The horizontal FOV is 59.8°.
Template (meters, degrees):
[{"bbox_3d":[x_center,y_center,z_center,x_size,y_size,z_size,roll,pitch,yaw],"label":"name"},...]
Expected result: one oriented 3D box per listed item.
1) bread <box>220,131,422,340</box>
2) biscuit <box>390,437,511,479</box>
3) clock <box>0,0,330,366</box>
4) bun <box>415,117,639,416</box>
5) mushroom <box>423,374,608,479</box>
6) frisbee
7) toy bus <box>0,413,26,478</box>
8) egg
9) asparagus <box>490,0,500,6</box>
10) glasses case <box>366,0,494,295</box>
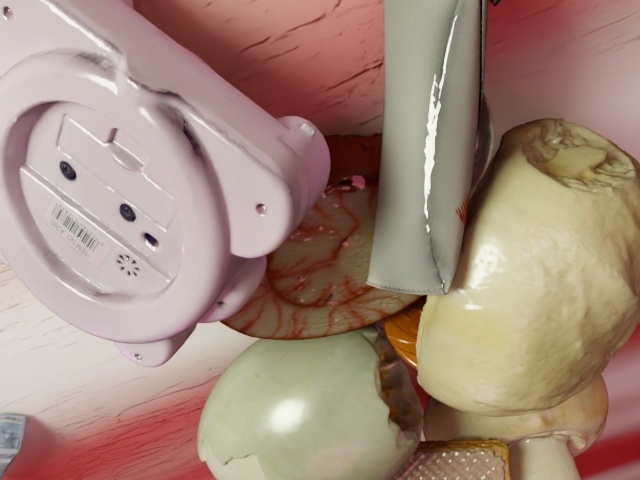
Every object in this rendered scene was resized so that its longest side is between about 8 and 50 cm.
[{"bbox_3d":[0.002,0.002,0.695,0.328,0.114,0.295,-7,136,-12],"label":"bread"},{"bbox_3d":[0.127,0.391,0.951,0.379,0.094,0.054,-5,-177,11],"label":"biscuit"},{"bbox_3d":[-0.180,-0.040,0.511,0.296,0.113,0.322,37,128,-1],"label":"clock"},{"bbox_3d":[0.258,0.047,0.635,0.364,0.202,0.364,-48,154,-34],"label":"bun"},{"bbox_3d":[0.365,0.342,1.048,0.353,0.353,0.325,-18,105,3],"label":"mushroom"},{"bbox_3d":[0.190,0.128,0.827,0.192,0.192,0.035,-1,130,-16],"label":"frisbee"},{"bbox_3d":[-0.560,0.366,0.942,0.064,0.075,0.190,21,127,-32],"label":"toy bus"},{"bbox_3d":[-0.024,0.269,0.849,0.336,0.278,0.278,-26,137,13],"label":"egg"},{"bbox_3d":[0.212,-0.294,0.517,0.016,0.016,0.162,24,128,-12],"label":"asparagus"},{"bbox_3d":[0.105,-0.099,0.509,0.083,0.128,0.307,-3,103,-24],"label":"glasses case"}]
